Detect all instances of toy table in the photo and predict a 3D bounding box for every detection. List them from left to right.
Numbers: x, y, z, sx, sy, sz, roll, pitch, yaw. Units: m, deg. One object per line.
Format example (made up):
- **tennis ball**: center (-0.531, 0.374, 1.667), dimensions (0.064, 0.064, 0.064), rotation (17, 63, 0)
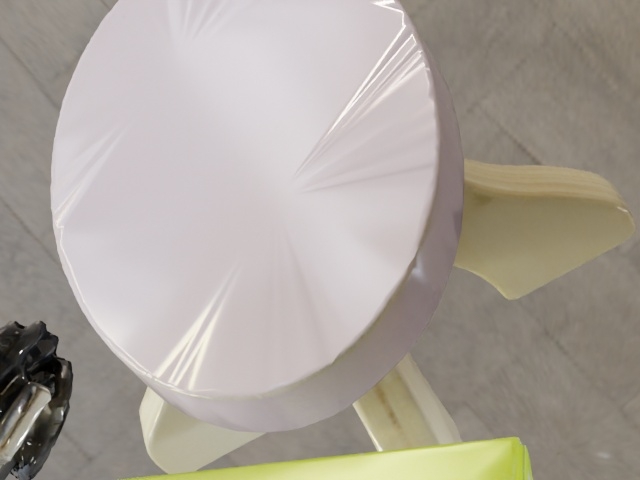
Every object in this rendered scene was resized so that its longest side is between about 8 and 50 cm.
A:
- **toy table**: center (0.000, 0.000, 0.699), dimensions (0.252, 0.161, 0.274), rotation (-21, 45, 17)

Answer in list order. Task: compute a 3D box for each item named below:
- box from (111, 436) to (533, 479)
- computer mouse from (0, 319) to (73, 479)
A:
- **box**: center (-0.015, 0.117, 0.489), dimensions (0.178, 0.109, 0.042), rotation (-8, 40, 15)
- **computer mouse**: center (-0.197, 0.113, 0.433), dimensions (0.272, 0.188, 0.072), rotation (-23, 85, -30)
